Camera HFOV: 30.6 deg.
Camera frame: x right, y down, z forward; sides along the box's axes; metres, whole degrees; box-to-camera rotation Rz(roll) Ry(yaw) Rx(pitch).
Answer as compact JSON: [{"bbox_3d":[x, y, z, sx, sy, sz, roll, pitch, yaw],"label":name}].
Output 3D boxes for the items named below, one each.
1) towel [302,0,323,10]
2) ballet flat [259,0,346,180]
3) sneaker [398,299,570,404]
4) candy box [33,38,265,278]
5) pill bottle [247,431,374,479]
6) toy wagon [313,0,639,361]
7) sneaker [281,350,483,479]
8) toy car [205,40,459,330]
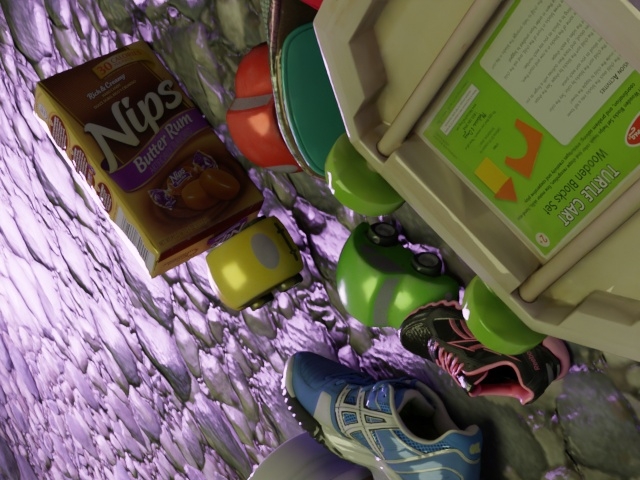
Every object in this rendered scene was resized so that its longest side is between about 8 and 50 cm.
[{"bbox_3d":[-0.011,-0.245,0.594,0.199,0.031,0.275,27,140,-5],"label":"towel"},{"bbox_3d":[-0.009,-0.151,0.757,0.079,0.077,0.221,-139,36,-64],"label":"ballet flat"},{"bbox_3d":[0.098,0.076,0.762,0.119,0.057,0.047,11,130,32],"label":"sneaker"},{"bbox_3d":[-0.146,-0.072,0.986,0.186,0.109,0.053,51,150,15],"label":"candy box"},{"bbox_3d":[0.059,0.270,0.918,0.265,0.153,0.153,33,140,38],"label":"pill bottle"},{"bbox_3d":[0.140,-0.029,0.600,0.344,0.068,0.267,45,149,7],"label":"toy wagon"},{"bbox_3d":[0.051,0.136,0.912,0.211,0.080,0.081,32,118,39],"label":"sneaker"},{"bbox_3d":[0.000,0.000,0.850,0.225,0.053,0.239,34,130,28],"label":"toy car"}]
